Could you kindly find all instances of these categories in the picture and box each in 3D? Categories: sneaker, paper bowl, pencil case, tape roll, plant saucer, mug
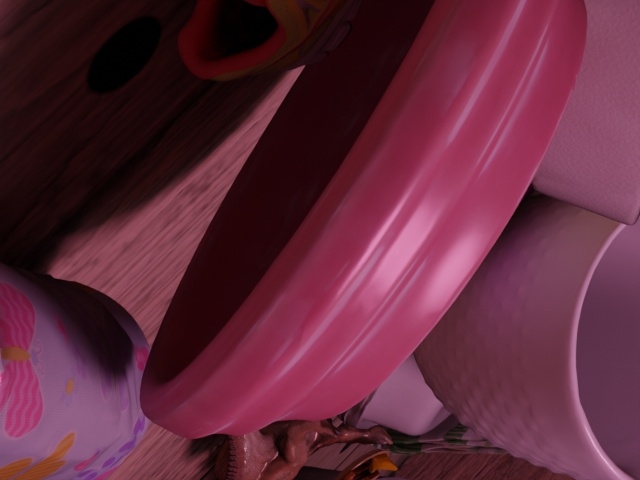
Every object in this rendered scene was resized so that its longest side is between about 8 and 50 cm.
[{"bbox_3d":[-0.008,-0.145,0.600,0.094,0.081,0.208,-31,159,-40],"label":"sneaker"},{"bbox_3d":[0.128,0.115,1.524,0.284,0.148,0.284,-42,163,-16],"label":"paper bowl"},{"bbox_3d":[-0.166,0.057,0.619,0.113,0.124,0.273,-26,164,3],"label":"pencil case"},{"bbox_3d":[0.231,-0.199,0.790,0.392,0.072,0.392,22,90,-77],"label":"tape roll"},{"bbox_3d":[0.026,-0.038,0.656,0.332,0.084,0.332,-55,-168,17],"label":"plant saucer"},{"bbox_3d":[0.260,0.042,1.267,0.328,0.276,0.374,4,-110,61],"label":"mug"}]

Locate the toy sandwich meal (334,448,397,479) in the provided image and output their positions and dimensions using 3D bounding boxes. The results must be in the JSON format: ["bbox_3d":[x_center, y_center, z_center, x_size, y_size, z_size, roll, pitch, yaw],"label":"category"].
[{"bbox_3d":[0.046,0.254,1.372,0.086,0.029,0.085,-31,156,-16],"label":"toy sandwich meal"}]

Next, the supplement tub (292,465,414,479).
[{"bbox_3d":[0.011,0.394,1.544,0.241,0.241,0.331,-39,-167,-27],"label":"supplement tub"}]

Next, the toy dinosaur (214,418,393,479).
[{"bbox_3d":[-0.059,0.227,1.360,0.200,0.127,0.296,-42,161,10],"label":"toy dinosaur"}]

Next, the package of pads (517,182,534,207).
[{"bbox_3d":[0.141,-0.101,1.088,0.229,0.101,0.296,-40,163,-28],"label":"package of pads"}]

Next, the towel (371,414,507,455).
[{"bbox_3d":[0.202,0.163,1.647,0.325,0.038,0.248,-17,-139,58],"label":"towel"}]
